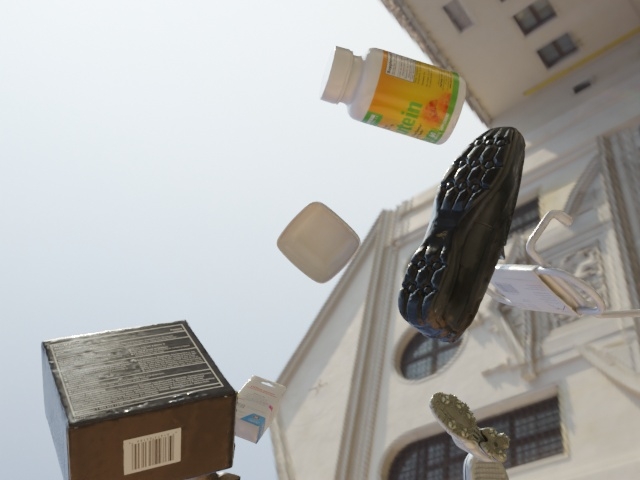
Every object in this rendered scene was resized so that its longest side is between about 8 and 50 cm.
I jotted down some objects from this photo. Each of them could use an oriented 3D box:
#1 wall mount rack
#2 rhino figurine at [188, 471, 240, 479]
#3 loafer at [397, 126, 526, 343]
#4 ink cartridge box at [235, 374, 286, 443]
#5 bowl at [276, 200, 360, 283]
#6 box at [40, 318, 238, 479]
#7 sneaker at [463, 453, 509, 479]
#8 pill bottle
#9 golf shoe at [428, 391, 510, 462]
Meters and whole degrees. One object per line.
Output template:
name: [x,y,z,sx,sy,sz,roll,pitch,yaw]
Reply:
wall mount rack: [0.427,0.073,1.264,0.304,0.350,0.130,40,-101,-13]
rhino figurine: [-0.276,0.520,1.683,0.243,0.073,0.106,47,-113,-8]
loafer: [0.147,-0.007,0.709,0.078,0.076,0.223,35,-106,-37]
ink cartridge box: [-0.168,0.427,1.846,0.104,0.062,0.181,18,-154,14]
bowl: [0.000,0.000,1.455,0.142,0.142,0.053,42,-157,-2]
box: [-0.345,0.307,1.356,0.296,0.183,0.294,-6,-155,-27]
sneaker: [0.388,0.637,1.711,0.126,0.127,0.321,-27,-80,-33]
pill bottle: [0.128,-0.272,1.323,0.245,0.136,0.136,15,-135,-9]
golf shoe: [0.253,0.346,1.307,0.176,0.086,0.069,41,-128,-5]
